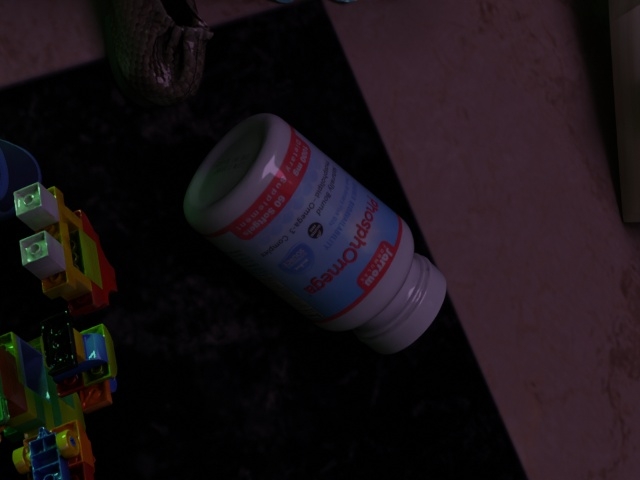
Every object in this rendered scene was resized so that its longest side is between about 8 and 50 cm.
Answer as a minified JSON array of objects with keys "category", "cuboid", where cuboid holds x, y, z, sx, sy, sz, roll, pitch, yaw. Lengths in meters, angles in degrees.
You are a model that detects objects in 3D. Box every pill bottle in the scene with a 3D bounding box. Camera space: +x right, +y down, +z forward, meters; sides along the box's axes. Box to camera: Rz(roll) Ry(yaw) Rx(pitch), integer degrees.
[{"category":"pill bottle","cuboid":[0.000,0.000,1.082,0.160,0.087,0.087,38,52,-24]}]

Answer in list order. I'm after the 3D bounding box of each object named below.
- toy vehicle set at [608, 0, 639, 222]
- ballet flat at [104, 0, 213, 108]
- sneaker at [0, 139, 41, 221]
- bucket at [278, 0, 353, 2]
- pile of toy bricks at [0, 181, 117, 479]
[{"category":"toy vehicle set","cuboid":[0.295,-0.149,1.393,0.166,0.035,0.266,-5,92,-43]},{"category":"ballet flat","cuboid":[-0.116,-0.204,1.076,0.084,0.058,0.249,-6,78,-43]},{"category":"sneaker","cuboid":[-0.200,-0.040,0.937,0.144,0.059,0.053,5,70,-49]},{"category":"bucket","cuboid":[0.044,-0.287,1.116,0.281,0.281,0.183,-7,76,-43]},{"category":"pile of toy bricks","cuboid":[-0.150,0.089,0.923,0.105,0.118,0.212,48,24,-55]}]
